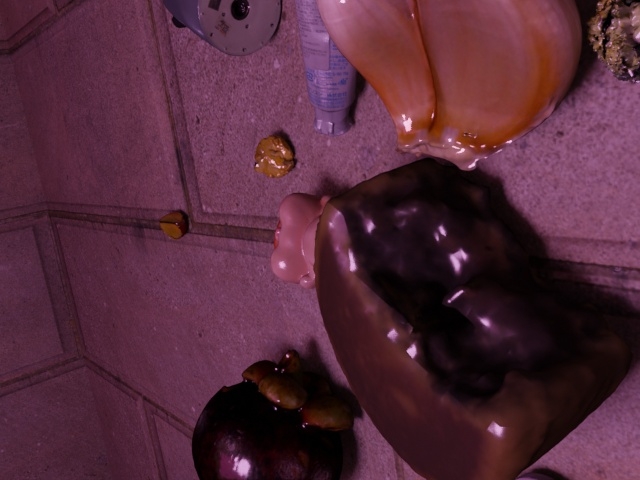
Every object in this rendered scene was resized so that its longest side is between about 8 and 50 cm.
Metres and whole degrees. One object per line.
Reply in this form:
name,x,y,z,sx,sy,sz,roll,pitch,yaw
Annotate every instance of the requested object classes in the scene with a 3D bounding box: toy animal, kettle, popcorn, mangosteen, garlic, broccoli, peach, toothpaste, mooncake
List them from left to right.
peach,-0.380,-0.044,1.586,0.077,0.050,0.083,41,148,2
kettle,-0.192,-0.474,1.114,0.243,0.159,0.211,39,114,44
popcorn,-0.089,-0.158,1.174,0.084,0.084,0.084,24,122,45
mangosteen,-0.090,0.388,1.211,0.306,0.306,0.347,29,95,43
toy animal,0.000,0.000,1.041,0.197,0.171,0.172,5,108,47
toothpaste,0.015,-0.287,0.892,0.113,0.073,0.299,9,142,9
garlic,0.133,-0.243,0.703,0.313,0.249,0.286,63,178,-32
mooncake,0.166,0.088,0.781,0.393,0.246,0.395,-10,96,61
broccoli,0.314,-0.215,0.607,0.095,0.097,0.092,38,162,-1

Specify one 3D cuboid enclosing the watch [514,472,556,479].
watch,0.251,0.445,0.841,0.211,0.217,0.248,55,139,22
